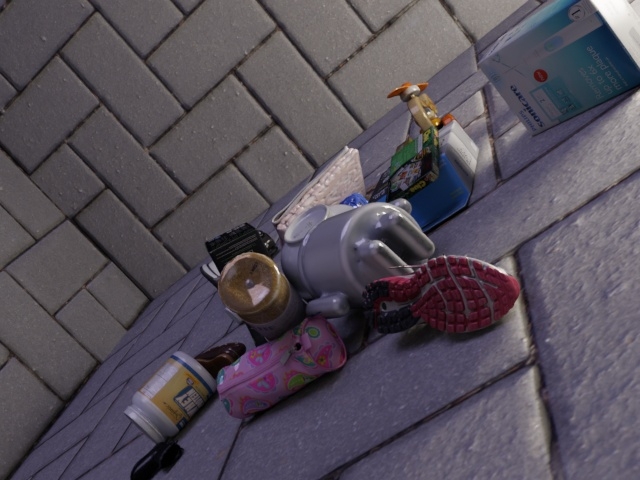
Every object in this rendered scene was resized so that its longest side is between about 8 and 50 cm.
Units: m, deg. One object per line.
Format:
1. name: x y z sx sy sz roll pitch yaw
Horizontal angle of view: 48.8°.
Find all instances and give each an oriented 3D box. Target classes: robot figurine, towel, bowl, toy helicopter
1. robot figurine: 0.078 0.038 1.430 0.300 0.200 0.353 -50 15 -22
2. towel: 0.004 -0.085 2.068 0.332 0.053 0.317 -46 -23 -13
3. bowl: 0.000 0.000 1.836 0.297 0.134 0.298 -32 25 17
4. toy helicopter: 0.311 -0.396 2.154 0.140 0.235 0.355 -37 12 20

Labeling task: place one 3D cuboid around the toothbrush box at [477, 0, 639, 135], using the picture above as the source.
1. toothbrush box: 0.523 -0.388 1.506 0.126 0.216 0.295 -49 15 -33

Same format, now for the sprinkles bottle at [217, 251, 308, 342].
1. sprinkles bottle: -0.096 0.134 1.426 0.121 0.121 0.355 -43 -22 -6

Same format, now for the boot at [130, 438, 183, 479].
1. boot: -0.367 0.499 1.586 0.121 0.045 0.099 -48 16 -32

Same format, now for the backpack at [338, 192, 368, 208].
1. backpack: 0.096 -0.077 2.037 0.120 0.098 0.101 -45 9 -34

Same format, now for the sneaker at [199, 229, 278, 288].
1. sneaker: -0.286 0.065 2.565 0.257 0.169 0.447 -43 9 0

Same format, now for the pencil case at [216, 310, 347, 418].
1. pencil case: -0.083 0.248 1.382 0.284 0.124 0.124 -34 14 34

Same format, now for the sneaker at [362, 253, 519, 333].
1. sneaker: 0.196 0.080 1.140 0.112 0.121 0.299 -12 1 -36

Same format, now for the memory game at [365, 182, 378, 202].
1. memory game: 0.133 -0.128 2.307 0.186 0.012 0.186 -40 12 10

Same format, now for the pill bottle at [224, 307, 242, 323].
1. pill bottle: -0.224 0.184 2.163 0.137 0.078 0.078 -46 13 -21

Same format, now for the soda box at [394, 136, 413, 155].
1. soda box: 0.272 -0.263 2.223 0.058 0.061 0.181 -37 12 23

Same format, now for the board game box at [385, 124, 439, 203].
1. board game box: 0.217 -0.173 1.647 0.136 0.030 0.260 -39 18 27

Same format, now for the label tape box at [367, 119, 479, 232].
1. label tape box: 0.244 -0.132 1.725 0.249 0.115 0.348 -35 12 30

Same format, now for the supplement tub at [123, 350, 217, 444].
1. supplement tub: -0.368 0.388 1.736 0.200 0.144 0.144 -47 13 -23

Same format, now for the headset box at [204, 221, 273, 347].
1. headset box: -0.170 0.112 1.798 0.131 0.283 0.246 -27 11 -8

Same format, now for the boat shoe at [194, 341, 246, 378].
1. boat shoe: -0.270 0.317 1.866 0.207 0.073 0.073 -20 22 43
